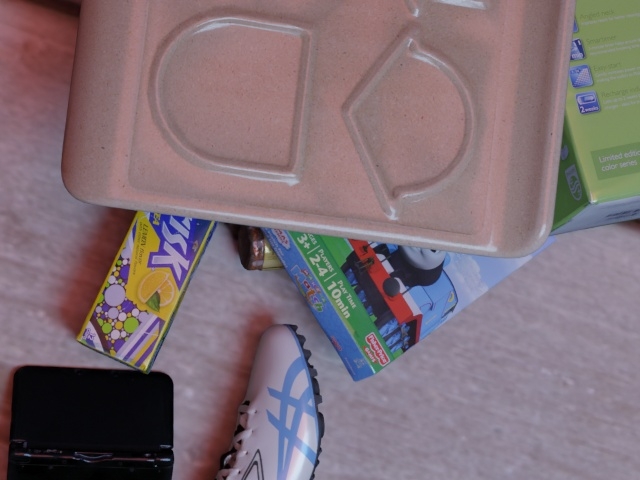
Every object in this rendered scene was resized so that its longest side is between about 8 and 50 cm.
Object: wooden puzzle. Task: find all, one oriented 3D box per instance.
[{"bbox_3d":[0.005,-0.163,1.022,0.347,0.080,0.322,7,86,-8],"label":"wooden puzzle"}]

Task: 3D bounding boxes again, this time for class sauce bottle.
[{"bbox_3d":[0.000,0.000,1.116,0.128,0.042,0.042,-4,86,-22],"label":"sauce bottle"}]

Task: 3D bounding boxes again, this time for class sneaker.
[{"bbox_3d":[-0.050,0.178,1.068,0.086,0.085,0.237,9,82,-16],"label":"sneaker"}]

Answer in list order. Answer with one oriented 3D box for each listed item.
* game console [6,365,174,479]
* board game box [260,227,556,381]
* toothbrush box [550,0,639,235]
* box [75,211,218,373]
[{"bbox_3d":[-0.175,0.161,1.079,0.122,0.071,0.107,4,115,-11],"label":"game console"},{"bbox_3d":[0.067,-0.014,1.104,0.211,0.039,0.160,-34,93,-31],"label":"board game box"},{"bbox_3d":[0.250,-0.165,1.126,0.206,0.122,0.283,-12,81,-13],"label":"toothbrush box"},{"bbox_3d":[-0.123,0.013,1.078,0.059,0.054,0.169,24,81,-2],"label":"box"}]
